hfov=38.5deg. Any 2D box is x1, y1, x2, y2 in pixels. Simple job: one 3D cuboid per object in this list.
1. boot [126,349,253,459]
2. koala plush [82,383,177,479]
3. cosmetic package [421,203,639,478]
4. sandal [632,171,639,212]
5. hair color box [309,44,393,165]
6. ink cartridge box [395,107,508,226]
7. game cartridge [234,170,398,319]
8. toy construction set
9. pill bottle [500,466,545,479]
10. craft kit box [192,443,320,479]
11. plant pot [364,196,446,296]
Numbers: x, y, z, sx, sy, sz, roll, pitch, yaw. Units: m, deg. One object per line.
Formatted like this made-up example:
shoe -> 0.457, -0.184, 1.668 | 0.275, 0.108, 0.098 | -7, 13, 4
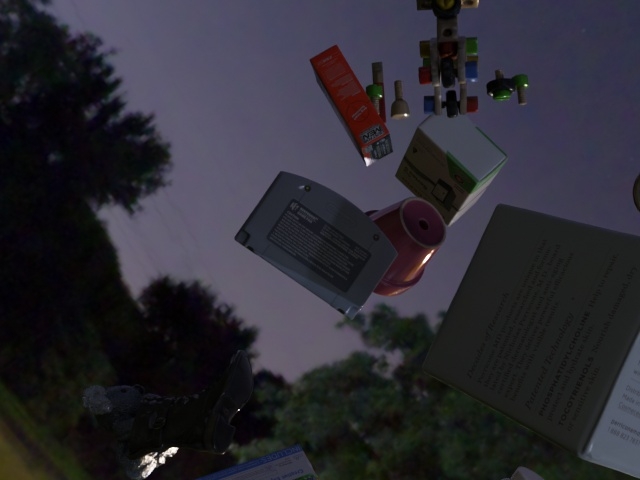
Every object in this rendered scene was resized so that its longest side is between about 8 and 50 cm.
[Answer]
boot -> -0.275, 0.336, 1.900 | 0.229, 0.263, 0.091 | -4, -47, 26
koala plush -> -0.442, 0.416, 2.123 | 0.221, 0.203, 0.196 | 32, -7, 23
cosmetic package -> 0.450, 0.172, 1.481 | 0.329, 0.327, 0.393 | 26, -2, -30
sandal -> 0.724, -0.140, 1.957 | 0.072, 0.180, 0.049 | 24, 3, -17
hair color box -> 0.040, -0.173, 1.176 | 0.141, 0.043, 0.072 | 60, 0, 17
ink cartridge box -> 0.328, -0.188, 2.344 | 0.211, 0.121, 0.289 | 45, -20, 11
game cartridge -> 0.000, 0.000, 1.842 | 0.294, 0.196, 0.060 | 36, 0, -12
toy construction set -> 0.228, -0.385, 1.876 | 0.309, 0.237, 0.257 | -11, -12, 33
pill bottle -> 0.412, 0.606, 2.007 | 0.117, 0.215, 0.117 | 28, 11, -6
craft kit box -> -0.093, 0.486, 1.550 | 0.246, 0.250, 0.061 | 51, -35, 44
plant pot -> 0.177, 0.000, 2.047 | 0.201, 0.201, 0.180 | 50, -43, 2
